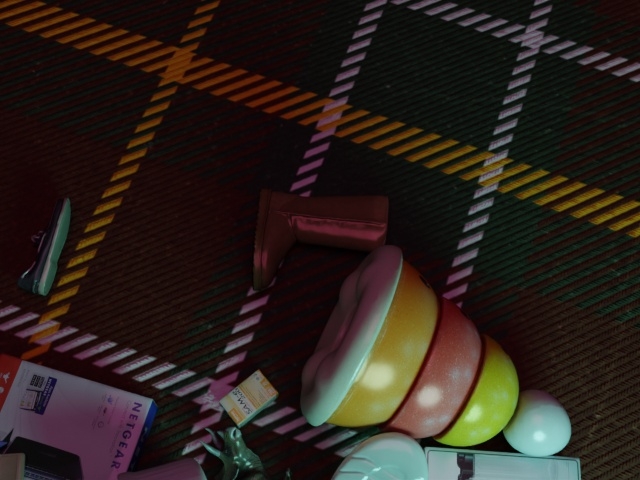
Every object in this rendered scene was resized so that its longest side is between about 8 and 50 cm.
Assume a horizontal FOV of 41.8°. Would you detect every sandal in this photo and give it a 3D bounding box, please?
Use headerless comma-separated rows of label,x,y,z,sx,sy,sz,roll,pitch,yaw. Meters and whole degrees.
sandal,0.068,0.521,1.450,0.169,0.102,0.417,17,94,2

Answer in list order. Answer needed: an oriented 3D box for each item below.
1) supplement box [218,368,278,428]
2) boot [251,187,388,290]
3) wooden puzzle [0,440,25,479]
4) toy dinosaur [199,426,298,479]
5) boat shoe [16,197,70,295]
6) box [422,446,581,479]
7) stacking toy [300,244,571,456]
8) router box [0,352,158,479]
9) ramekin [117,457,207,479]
supplement box,-0.137,0.302,1.598,0.098,0.036,0.062,-38,74,-16
boot,0.000,0.000,1.701,0.269,0.089,0.236,6,68,-2
wooden puzzle,-0.554,0.407,1.457,0.078,0.014,0.116,6,68,-5
toy dinosaur,-0.121,0.492,1.499,0.160,0.121,0.314,-6,73,7
boat shoe,-0.553,0.005,1.675,0.064,0.075,0.206,11,73,-2
box,0.322,0.475,1.527,0.289,0.087,0.169,5,68,-1
stacking toy,0.231,0.253,1.514,0.479,0.350,0.351,26,69,-5
router box,-0.494,0.408,1.512,0.301,0.082,0.336,15,68,3
ramekin,-0.234,0.500,1.393,0.135,0.277,0.277,-17,70,-17
